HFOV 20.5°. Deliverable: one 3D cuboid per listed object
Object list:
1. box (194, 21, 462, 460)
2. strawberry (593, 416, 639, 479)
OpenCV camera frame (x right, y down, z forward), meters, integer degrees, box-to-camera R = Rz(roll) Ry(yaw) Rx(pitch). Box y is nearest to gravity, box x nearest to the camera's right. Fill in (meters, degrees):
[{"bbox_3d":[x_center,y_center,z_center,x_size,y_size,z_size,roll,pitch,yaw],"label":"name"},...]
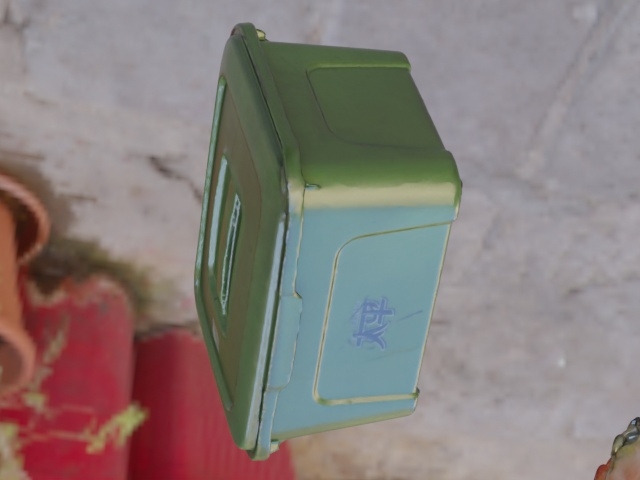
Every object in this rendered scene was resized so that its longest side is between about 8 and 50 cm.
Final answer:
[{"bbox_3d":[0.000,0.000,1.525,0.178,0.252,0.328,-3,131,-17],"label":"box"},{"bbox_3d":[0.172,0.137,0.863,0.048,0.152,0.104,34,114,-21],"label":"strawberry"}]
